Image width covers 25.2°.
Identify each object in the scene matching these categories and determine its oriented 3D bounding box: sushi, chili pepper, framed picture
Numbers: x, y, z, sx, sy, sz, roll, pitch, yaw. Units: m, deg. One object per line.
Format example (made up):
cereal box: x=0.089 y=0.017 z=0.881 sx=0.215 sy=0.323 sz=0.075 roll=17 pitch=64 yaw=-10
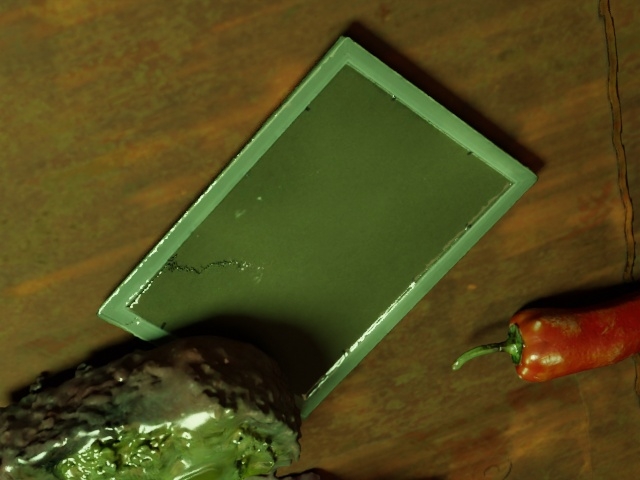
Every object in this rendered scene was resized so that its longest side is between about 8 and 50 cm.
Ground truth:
sushi: x=-0.125 y=0.144 z=1.118 sx=0.241 sy=0.107 sz=0.161 roll=19 pitch=123 yaw=-28
chili pepper: x=0.242 y=0.076 z=1.247 sx=0.272 sy=0.063 sz=0.071 roll=-15 pitch=141 yaw=-13
framed picture: x=0.000 y=0.000 z=1.126 sx=0.231 sy=0.018 sz=0.293 roll=32 pitch=110 yaw=-35

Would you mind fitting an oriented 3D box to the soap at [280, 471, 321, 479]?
soap: x=-0.147 y=0.362 z=1.269 sx=0.359 sy=0.128 sz=0.233 roll=-12 pitch=127 yaw=-12
